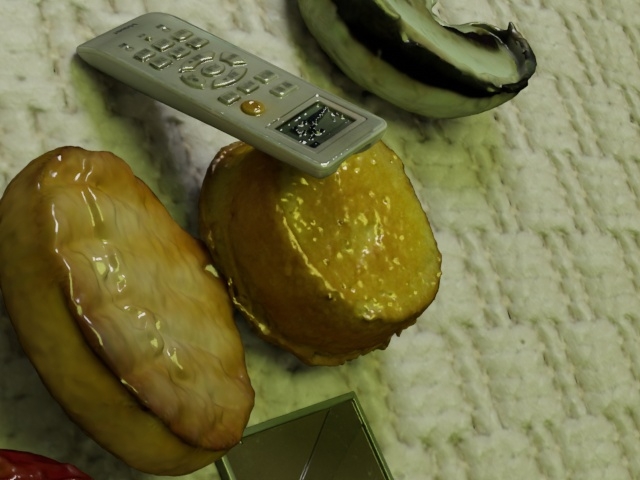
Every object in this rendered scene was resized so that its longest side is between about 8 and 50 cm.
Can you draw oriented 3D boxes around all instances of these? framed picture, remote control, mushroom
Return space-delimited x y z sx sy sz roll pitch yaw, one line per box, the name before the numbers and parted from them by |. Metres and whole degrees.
framed picture | -0.006 0.236 1.316 0.203 0.015 0.150 -13 74 -48
remote control | -0.092 -0.139 1.329 0.313 0.055 0.109 29 41 25
mushroom | 0.101 -0.258 1.672 0.344 0.130 0.247 22 35 -37

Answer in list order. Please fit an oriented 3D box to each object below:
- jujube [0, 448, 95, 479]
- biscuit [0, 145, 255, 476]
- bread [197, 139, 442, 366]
jujube | -0.251 0.231 0.951 0.250 0.174 0.174 0 65 -46
biscuit | -0.167 0.062 1.157 0.296 0.102 0.296 53 17 -24
bread | 0.000 0.000 1.378 0.268 0.146 0.268 21 54 -31
